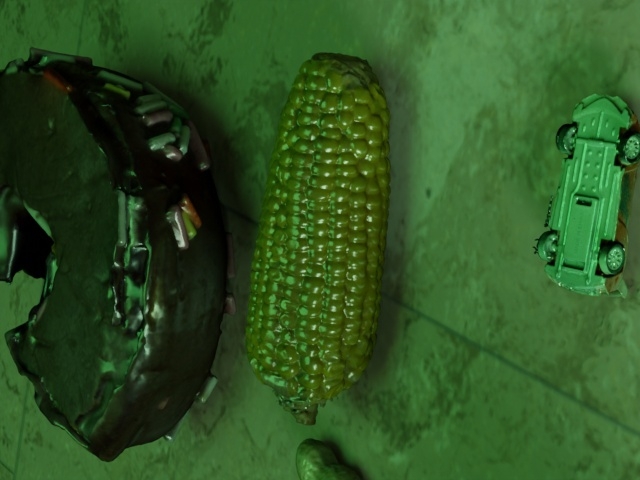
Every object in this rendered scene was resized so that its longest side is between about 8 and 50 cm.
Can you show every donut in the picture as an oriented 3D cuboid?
[{"bbox_3d":[-0.187,-0.017,1.452,0.345,0.136,0.259,43,121,40],"label":"donut"}]

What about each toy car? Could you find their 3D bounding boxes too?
[{"bbox_3d":[0.167,-0.027,1.087,0.059,0.035,0.122,13,93,50],"label":"toy car"}]

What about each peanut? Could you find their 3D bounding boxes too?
[{"bbox_3d":[0.006,0.175,1.295,0.083,0.037,0.037,42,123,39],"label":"peanut"}]

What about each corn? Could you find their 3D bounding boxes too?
[{"bbox_3d":[0.000,0.000,1.251,0.097,0.097,0.261,15,102,50],"label":"corn"}]
